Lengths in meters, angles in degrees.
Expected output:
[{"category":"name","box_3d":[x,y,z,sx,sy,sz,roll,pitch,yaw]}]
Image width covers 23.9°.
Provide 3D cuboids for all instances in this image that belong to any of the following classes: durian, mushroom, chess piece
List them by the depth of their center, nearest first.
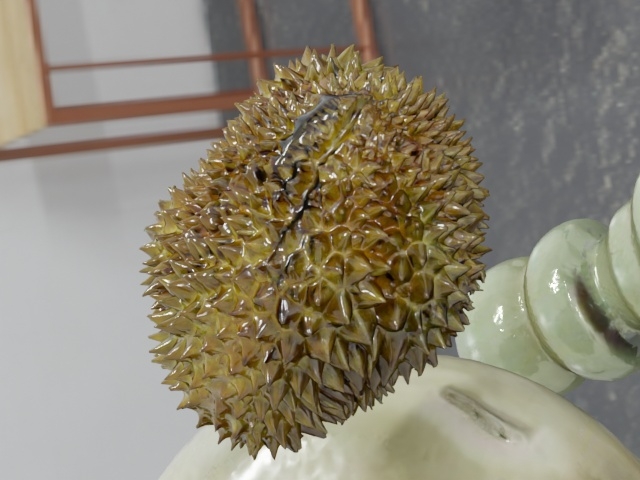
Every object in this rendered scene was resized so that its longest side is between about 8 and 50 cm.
[{"category":"durian","box_3d":[0.000,0.000,0.600,0.168,0.137,0.158,118,163,-57]},{"category":"mushroom","box_3d":[0.024,0.231,0.754,0.315,0.356,0.315,48,172,10]},{"category":"chess piece","box_3d":[0.188,0.030,0.941,0.243,0.133,0.133,-31,75,41]}]
